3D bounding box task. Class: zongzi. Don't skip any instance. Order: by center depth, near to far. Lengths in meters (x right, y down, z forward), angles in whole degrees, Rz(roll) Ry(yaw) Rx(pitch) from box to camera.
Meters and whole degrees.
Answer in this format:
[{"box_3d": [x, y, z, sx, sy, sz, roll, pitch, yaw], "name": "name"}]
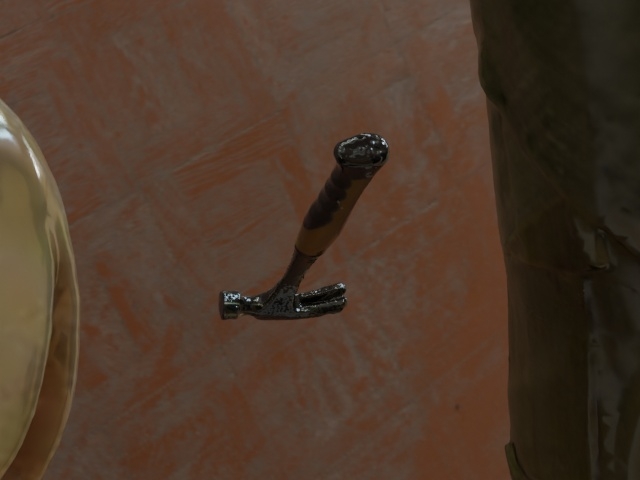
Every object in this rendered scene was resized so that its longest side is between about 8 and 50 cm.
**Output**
[{"box_3d": [0.117, -0.006, 0.396, 0.393, 0.174, 0.356, 10, 93, -53], "name": "zongzi"}]

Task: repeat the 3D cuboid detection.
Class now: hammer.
[{"box_3d": [0.000, 0.000, 0.629, 0.078, 0.201, 0.021, 2, 62, -18], "name": "hammer"}]

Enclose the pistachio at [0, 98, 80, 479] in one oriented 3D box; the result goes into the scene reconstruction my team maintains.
[{"box_3d": [-0.216, 0.070, 0.455, 0.230, 0.230, 0.309, 21, 91, -31], "name": "pistachio"}]
